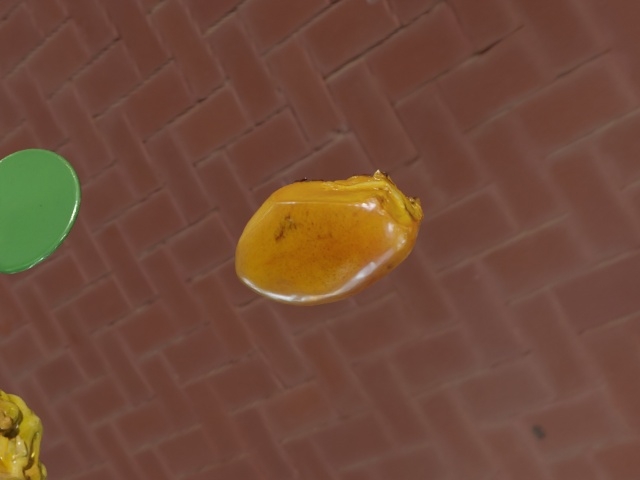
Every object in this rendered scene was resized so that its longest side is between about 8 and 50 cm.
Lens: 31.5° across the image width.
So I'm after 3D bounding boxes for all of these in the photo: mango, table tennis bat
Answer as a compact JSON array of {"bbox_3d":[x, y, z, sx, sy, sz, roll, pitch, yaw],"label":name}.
[{"bbox_3d":[0.000,0.000,1.404,0.252,0.126,0.154,-21,100,23],"label":"mango"},{"bbox_3d":[-0.404,-0.008,1.411,0.257,0.039,0.160,-42,61,0],"label":"table tennis bat"}]

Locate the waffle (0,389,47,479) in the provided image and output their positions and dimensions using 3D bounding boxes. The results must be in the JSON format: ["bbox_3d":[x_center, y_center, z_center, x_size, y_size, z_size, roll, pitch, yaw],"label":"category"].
[{"bbox_3d":[-0.469,0.220,1.087,0.379,0.382,0.095,62,162,-18],"label":"waffle"}]
